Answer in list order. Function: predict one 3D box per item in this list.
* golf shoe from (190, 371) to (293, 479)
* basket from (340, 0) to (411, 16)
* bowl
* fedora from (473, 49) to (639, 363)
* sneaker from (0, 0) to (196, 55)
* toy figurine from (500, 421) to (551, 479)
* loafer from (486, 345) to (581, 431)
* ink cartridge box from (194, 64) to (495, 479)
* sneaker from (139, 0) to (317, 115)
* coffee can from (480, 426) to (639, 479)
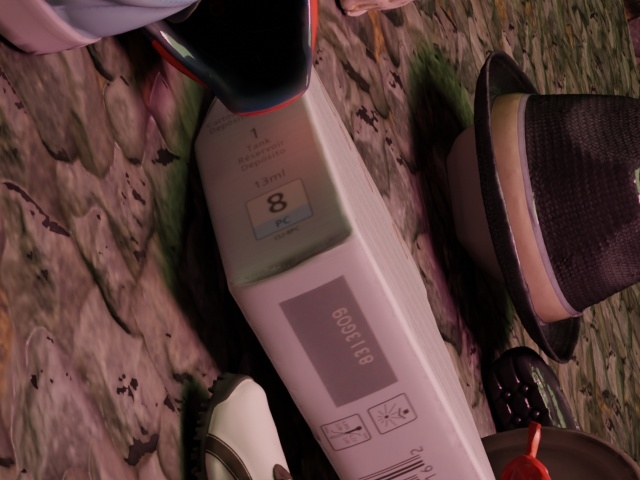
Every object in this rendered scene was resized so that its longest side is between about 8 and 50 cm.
[{"bbox_3d":[-0.016,0.161,1.065,0.077,0.094,0.198,44,35,-59],"label":"golf shoe"},{"bbox_3d":[0.159,-0.379,1.653,0.328,0.331,0.266,-61,136,-66],"label":"basket"},{"bbox_3d":[0.162,-0.030,1.860,0.142,0.053,0.142,45,35,-60],"label":"bowl"},{"bbox_3d":[0.254,-0.045,1.814,0.334,0.152,0.334,-13,90,-74],"label":"fedora"},{"bbox_3d":[-0.140,-0.215,0.863,0.366,0.150,0.135,45,35,-60],"label":"sneaker"},{"bbox_3d":[-0.033,0.241,0.869,0.191,0.217,0.362,-102,-153,-61],"label":"toy figurine"},{"bbox_3d":[0.217,0.204,1.811,0.078,0.076,0.223,-30,102,-65],"label":"loafer"},{"bbox_3d":[0.000,0.000,1.326,0.385,0.091,0.308,-110,173,-50],"label":"ink cartridge box"},{"bbox_3d":[-0.080,-0.212,1.048,0.350,0.131,0.148,60,6,-42],"label":"sneaker"},{"bbox_3d":[0.172,0.298,1.374,0.201,0.201,0.275,-82,153,-51],"label":"coffee can"}]
